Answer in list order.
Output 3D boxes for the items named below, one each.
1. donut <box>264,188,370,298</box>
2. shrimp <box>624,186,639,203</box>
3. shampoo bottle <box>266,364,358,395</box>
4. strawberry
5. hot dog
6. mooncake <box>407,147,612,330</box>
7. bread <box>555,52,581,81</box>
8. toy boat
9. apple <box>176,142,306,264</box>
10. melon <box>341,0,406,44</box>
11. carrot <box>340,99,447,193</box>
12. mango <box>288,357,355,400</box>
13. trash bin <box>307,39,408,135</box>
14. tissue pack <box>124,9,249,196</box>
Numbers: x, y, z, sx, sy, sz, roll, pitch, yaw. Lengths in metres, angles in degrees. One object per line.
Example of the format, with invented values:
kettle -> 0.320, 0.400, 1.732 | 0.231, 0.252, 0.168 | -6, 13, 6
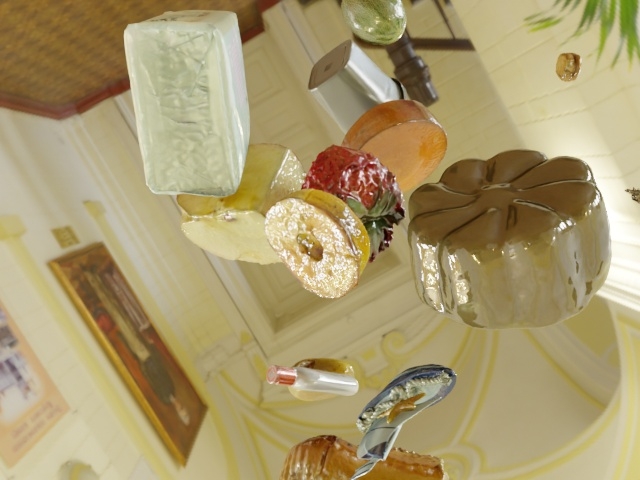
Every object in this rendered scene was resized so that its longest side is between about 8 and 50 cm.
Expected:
donut -> 0.001, -0.001, 0.994 | 0.074, 0.190, 0.174 | -43, 171, -40
shrimp -> 0.863, -0.121, 1.529 | 0.042, 0.101, 0.190 | -8, -169, -29
shampoo bottle -> -0.022, 0.320, 1.383 | 0.221, 0.051, 0.108 | 17, 169, -35
strawberry -> 0.048, -0.081, 1.342 | 0.261, 0.261, 0.258 | -32, -140, -25
hot dog -> 0.087, 0.563, 1.314 | 0.366, 0.367, 0.196 | 7, -134, 11
mooncake -> 0.340, -0.020, 1.126 | 0.379, 0.200, 0.378 | -12, -148, 8
bread -> 0.662, -0.464, 1.614 | 0.046, 0.080, 0.083 | 3, 178, -9
toy boat -> 0.123, 0.308, 0.999 | 0.221, 0.067, 0.291 | -36, -178, 27
apple -> -0.197, -0.082, 1.532 | 0.309, 0.313, 0.252 | -3, -171, 37
melon -> 0.125, -0.561, 1.477 | 0.139, 0.192, 0.139 | -36, 157, -18
carrot -> 0.185, -0.234, 1.625 | 0.307, 0.258, 0.100 | -36, -139, 14
mango -> 0.002, 0.431, 1.894 | 0.262, 0.129, 0.167 | -19, 147, 38
trash bin -> 0.105, -0.444, 1.825 | 0.220, 0.250, 0.219 | -28, -142, 33
tissue pack -> -0.266, -0.313, 1.299 | 0.206, 0.331, 0.405 | -3, -156, -3
